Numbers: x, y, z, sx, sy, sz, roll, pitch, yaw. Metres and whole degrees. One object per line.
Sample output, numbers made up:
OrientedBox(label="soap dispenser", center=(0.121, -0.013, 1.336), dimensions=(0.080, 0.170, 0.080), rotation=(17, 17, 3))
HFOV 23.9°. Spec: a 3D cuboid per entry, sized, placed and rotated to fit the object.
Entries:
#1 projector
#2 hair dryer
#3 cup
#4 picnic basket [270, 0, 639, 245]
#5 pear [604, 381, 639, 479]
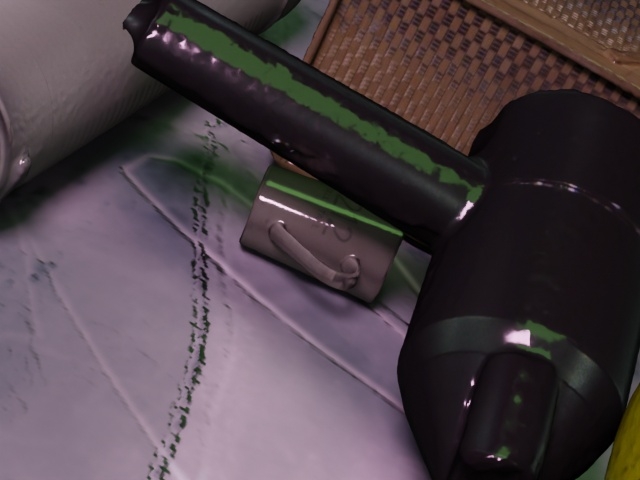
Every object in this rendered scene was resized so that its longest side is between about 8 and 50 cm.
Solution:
OrientedBox(label="projector", center=(-0.121, -0.123, 0.861), dimensions=(0.108, 0.108, 0.337), rotation=(34, 36, 10))
OrientedBox(label="hair dryer", center=(0.020, -0.003, 0.734), dimensions=(0.302, 0.116, 0.244), rotation=(30, 46, -5))
OrientedBox(label="cup", center=(-0.001, 0.002, 0.829), dimensions=(0.083, 0.054, 0.075), rotation=(22, 53, -2))
OrientedBox(label="picnic basket", center=(0.118, -0.082, 0.909), dimensions=(0.266, 0.165, 0.139), rotation=(29, 35, 2))
OrientedBox(label="pear", center=(0.224, 0.187, 0.635), dimensions=(0.292, 0.159, 0.292), rotation=(26, 47, -32))
